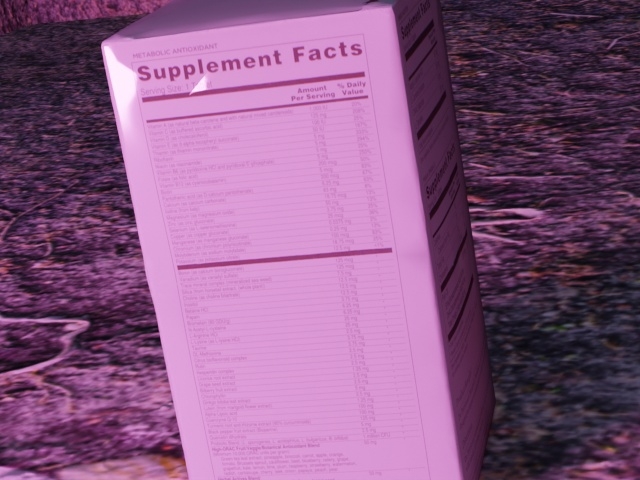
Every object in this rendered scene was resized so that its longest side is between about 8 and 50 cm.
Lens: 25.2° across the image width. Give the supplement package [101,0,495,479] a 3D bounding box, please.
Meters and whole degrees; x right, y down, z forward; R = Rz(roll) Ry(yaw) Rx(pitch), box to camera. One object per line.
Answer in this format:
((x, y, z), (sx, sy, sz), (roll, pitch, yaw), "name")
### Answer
((0.000, 0.000, 0.698), (0.139, 0.244, 0.134), (-4, 18, 14), "supplement package")
